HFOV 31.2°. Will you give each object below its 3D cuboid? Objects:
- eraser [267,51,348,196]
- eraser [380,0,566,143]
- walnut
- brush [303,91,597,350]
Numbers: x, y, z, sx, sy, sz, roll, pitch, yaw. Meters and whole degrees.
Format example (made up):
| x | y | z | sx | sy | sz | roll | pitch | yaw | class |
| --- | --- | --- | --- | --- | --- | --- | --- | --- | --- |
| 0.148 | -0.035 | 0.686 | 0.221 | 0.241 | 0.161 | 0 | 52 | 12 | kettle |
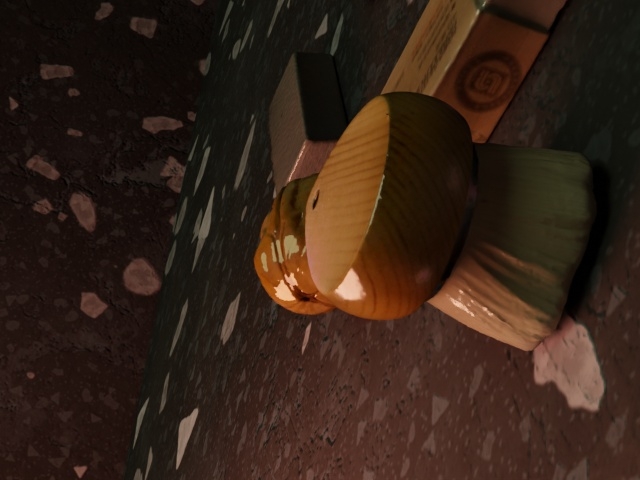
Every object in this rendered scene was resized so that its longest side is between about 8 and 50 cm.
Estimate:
| x | y | z | sx | sy | sz | roll | pitch | yaw | class |
| --- | --- | --- | --- | --- | --- | --- | --- | --- | --- |
| -0.019 | -0.168 | 1.660 | 0.352 | 0.077 | 0.111 | -98 | 30 | -58 | eraser |
| 0.127 | -0.158 | 1.099 | 0.144 | 0.078 | 0.343 | -92 | 24 | -49 | eraser |
| 0.000 | 0.000 | 1.296 | 0.180 | 0.144 | 0.144 | -87 | 19 | -52 | walnut |
| 0.088 | -0.017 | 0.917 | 0.266 | 0.166 | 0.174 | -167 | 92 | -76 | brush |
